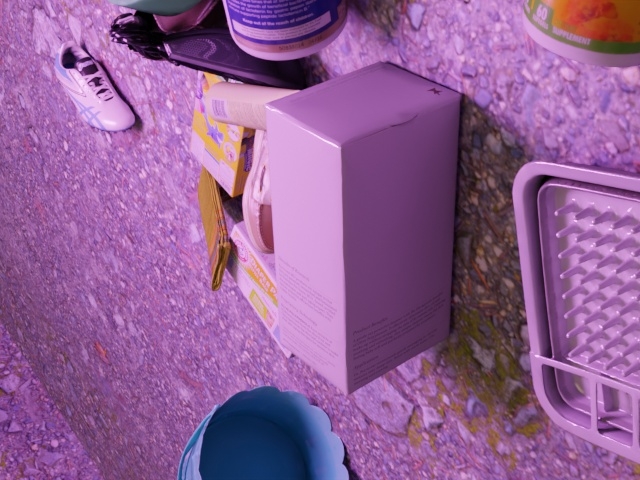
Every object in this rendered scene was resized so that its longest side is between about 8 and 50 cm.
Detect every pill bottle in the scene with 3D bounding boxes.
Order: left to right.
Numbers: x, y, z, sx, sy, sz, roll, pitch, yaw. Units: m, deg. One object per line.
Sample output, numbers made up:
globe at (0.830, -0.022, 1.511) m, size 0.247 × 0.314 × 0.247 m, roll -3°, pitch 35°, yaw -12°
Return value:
pill bottle at (-0.056, -0.358, 1.223) m, size 0.153 × 0.153 × 0.264 m, roll 40°, pitch 156°, yaw 35°
pill bottle at (0.256, -0.282, 0.865) m, size 0.136 × 0.136 × 0.245 m, roll 40°, pitch 141°, yaw 35°

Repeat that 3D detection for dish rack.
dish rack at (0.336, 0.077, 1.068) m, size 0.286 × 0.072 × 0.332 m, roll 19°, pitch 127°, yaw 52°

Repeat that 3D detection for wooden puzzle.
wooden puzzle at (-0.168, -0.101, 1.767) m, size 0.078 × 0.014 × 0.116 m, roll 64°, pitch 150°, yaw 2°

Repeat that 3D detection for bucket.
bucket at (-0.107, 0.406, 1.807) m, size 0.281 × 0.281 × 0.183 m, roll 60°, pitch 152°, yaw 9°

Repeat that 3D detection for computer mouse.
computer mouse at (-0.144, -0.269, 1.444) m, size 0.188 × 0.272 × 0.072 m, roll -9°, pitch -66°, yaw -85°

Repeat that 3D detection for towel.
towel at (-0.180, -0.034, 1.697) m, size 0.237 × 0.021 × 0.102 m, roll -106°, pitch 26°, yaw -45°

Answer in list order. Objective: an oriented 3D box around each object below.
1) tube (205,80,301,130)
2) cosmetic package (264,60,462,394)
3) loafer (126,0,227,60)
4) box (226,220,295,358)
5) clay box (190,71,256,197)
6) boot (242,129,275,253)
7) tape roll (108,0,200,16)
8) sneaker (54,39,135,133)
tube at (-0.070, -0.179, 1.423) m, size 0.240 × 0.070 × 0.062 m, roll 17°, pitch 102°, yaw 51°
cosmetic package at (0.057, -0.015, 1.309) m, size 0.155 × 0.197 × 0.365 m, roll 32°, pitch 135°, yaw 42°
loafer at (-0.196, -0.357, 1.509) m, size 0.133 × 0.130 × 0.366 m, roll 59°, pitch 149°, yaw 10°
box at (-0.052, 0.060, 1.617) m, size 0.203 × 0.103 × 0.114 m, roll 54°, pitch 148°, yaw 18°
clay box at (-0.142, -0.190, 1.624) m, size 0.127 × 0.053 × 0.222 m, roll 47°, pitch 144°, yaw 26°
boot at (-0.031, -0.081, 1.468) m, size 0.165 × 0.077 × 0.213 m, roll 8°, pitch 92°, yaw 51°
tape roll at (-0.209, -0.464, 1.377) m, size 0.321 × 0.077 × 0.321 m, roll -9°, pitch 78°, yaw 49°
sneaker at (-0.433, -0.289, 1.967) m, size 0.237 × 0.085 × 0.086 m, roll 46°, pitch 150°, yaw 26°
